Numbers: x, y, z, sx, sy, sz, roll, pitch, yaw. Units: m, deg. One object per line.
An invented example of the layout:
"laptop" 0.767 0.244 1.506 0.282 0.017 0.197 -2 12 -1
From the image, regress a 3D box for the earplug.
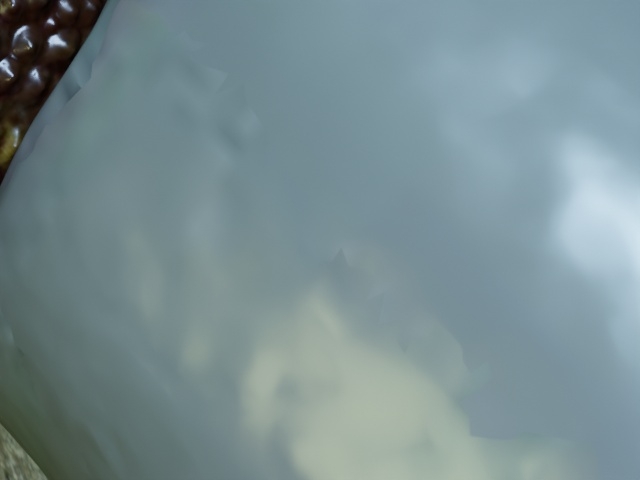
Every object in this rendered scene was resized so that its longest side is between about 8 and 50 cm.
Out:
"earplug" 0.130 0.088 0.530 0.394 0.312 0.312 48 141 24

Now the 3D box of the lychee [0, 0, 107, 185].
"lychee" -0.197 -0.100 0.953 0.236 0.236 0.271 53 126 22
